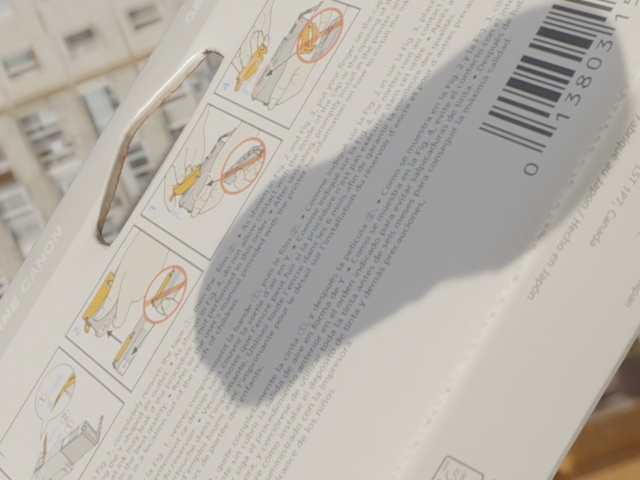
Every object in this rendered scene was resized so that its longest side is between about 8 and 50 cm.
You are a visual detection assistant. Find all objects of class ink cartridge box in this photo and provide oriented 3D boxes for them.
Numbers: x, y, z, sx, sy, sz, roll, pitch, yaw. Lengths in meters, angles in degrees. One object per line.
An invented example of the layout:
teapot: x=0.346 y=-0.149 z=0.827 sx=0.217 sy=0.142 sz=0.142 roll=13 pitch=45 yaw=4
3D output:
ink cartridge box: x=0.000 y=0.000 z=0.572 sx=0.066 sy=0.296 sz=0.261 roll=32 pitch=179 yaw=-35
